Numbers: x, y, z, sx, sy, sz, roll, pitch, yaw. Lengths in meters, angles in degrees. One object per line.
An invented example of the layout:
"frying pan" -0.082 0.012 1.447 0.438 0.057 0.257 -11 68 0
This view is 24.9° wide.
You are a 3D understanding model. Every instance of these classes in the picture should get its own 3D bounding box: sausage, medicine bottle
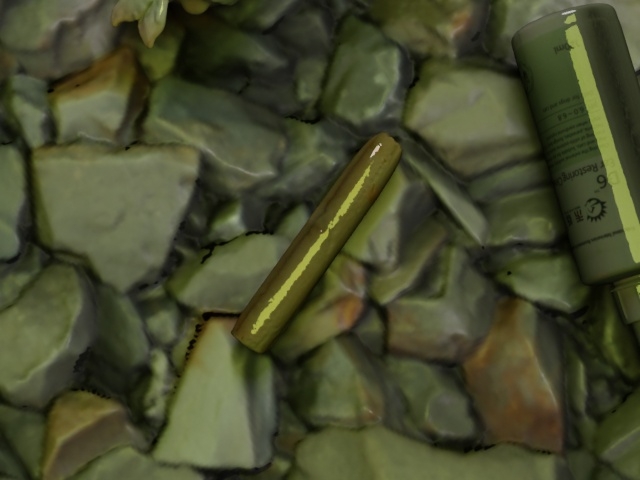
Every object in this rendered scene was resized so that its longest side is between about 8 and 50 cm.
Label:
"sausage" 0.000 0.000 0.740 0.024 0.024 0.132 35 83 4
"medicine bottle" 0.149 -0.018 0.730 0.058 0.057 0.199 -14 83 -3

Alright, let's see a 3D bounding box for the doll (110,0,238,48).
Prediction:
"doll" -0.062 -0.158 0.731 0.073 0.084 0.127 31 75 4
